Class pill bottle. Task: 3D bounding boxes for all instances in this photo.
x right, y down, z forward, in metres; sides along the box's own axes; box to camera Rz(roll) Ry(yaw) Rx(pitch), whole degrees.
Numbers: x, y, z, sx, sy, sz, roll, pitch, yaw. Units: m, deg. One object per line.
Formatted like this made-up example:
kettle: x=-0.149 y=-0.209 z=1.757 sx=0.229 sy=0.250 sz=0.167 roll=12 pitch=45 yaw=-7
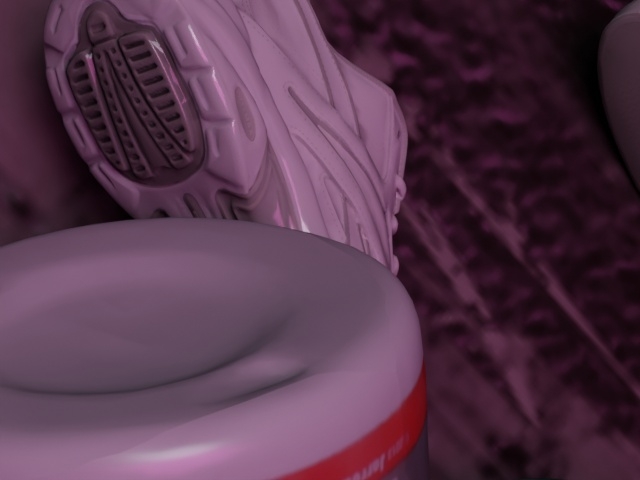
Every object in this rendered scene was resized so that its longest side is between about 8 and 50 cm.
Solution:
pill bottle: x=-0.043 y=0.150 z=0.535 sx=0.161 sy=0.161 sz=0.283 roll=-13 pitch=113 yaw=-22

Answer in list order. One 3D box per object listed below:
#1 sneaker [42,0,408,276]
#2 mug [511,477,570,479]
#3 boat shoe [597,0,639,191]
sneaker: x=0.000 y=0.000 z=0.620 sx=0.115 sy=0.090 sz=0.232 roll=-34 pitch=111 yaw=-45
mug: x=0.074 y=0.153 z=0.625 sx=0.158 sy=0.097 sz=0.129 roll=-32 pitch=119 yaw=-49
boat shoe: x=0.193 y=-0.017 z=0.712 sx=0.081 sy=0.079 sz=0.227 roll=-48 pitch=111 yaw=-25
